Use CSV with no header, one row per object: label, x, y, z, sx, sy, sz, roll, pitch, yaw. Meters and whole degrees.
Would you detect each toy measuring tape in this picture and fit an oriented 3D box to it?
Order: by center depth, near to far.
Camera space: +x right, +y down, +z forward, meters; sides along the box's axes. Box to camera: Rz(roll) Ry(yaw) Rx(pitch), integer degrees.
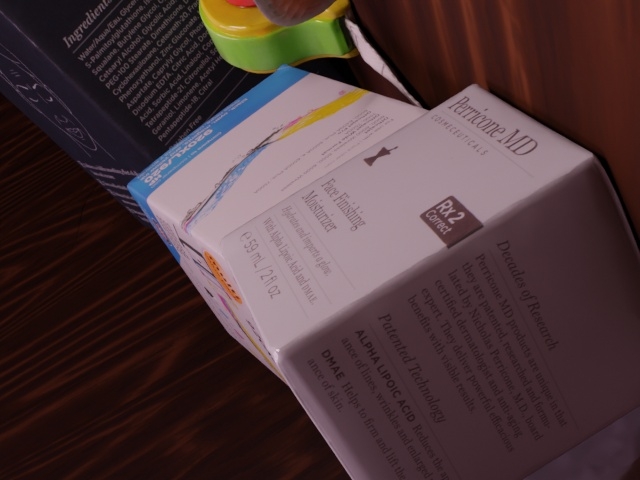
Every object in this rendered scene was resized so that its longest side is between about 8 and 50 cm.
toy measuring tape,-0.020,-0.162,0.922,0.330,0.121,0.121,58,178,35

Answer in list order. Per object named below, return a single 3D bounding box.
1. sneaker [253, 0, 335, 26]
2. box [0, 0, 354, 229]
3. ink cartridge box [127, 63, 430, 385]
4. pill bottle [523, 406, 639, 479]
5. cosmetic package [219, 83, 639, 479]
sneaker,-0.062,-0.250,0.680,0.121,0.108,0.302,54,178,20
box,-0.198,-0.199,1.136,0.395,0.212,0.293,46,164,-27
ink cartridge box,0.000,0.000,0.798,0.171,0.168,0.232,59,166,-28
pill bottle,0.193,0.189,0.745,0.221,0.121,0.121,60,178,-40
cosmetic package,0.068,0.036,0.606,0.151,0.183,0.151,59,177,-27
